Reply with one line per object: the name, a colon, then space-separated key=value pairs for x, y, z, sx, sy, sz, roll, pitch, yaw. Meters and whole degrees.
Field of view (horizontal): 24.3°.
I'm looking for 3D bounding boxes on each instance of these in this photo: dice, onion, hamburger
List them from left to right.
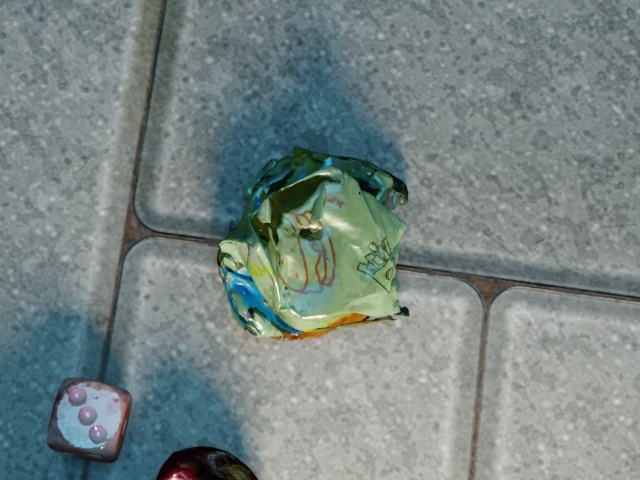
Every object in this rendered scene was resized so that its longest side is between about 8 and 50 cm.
dice: x=-0.294 y=0.229 z=1.897 sx=0.091 sy=0.094 sz=0.093 roll=12 pitch=72 yaw=0
onion: x=-0.145 y=0.356 z=1.867 sx=0.135 sy=0.198 sz=0.173 roll=1 pitch=50 yaw=-45
hamburger: x=-0.004 y=-0.006 z=1.958 sx=0.260 sy=0.150 sz=0.276 roll=3 pitch=73 yaw=-5
